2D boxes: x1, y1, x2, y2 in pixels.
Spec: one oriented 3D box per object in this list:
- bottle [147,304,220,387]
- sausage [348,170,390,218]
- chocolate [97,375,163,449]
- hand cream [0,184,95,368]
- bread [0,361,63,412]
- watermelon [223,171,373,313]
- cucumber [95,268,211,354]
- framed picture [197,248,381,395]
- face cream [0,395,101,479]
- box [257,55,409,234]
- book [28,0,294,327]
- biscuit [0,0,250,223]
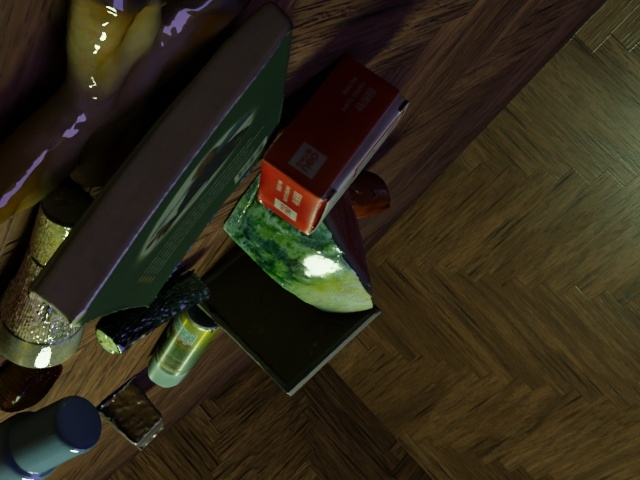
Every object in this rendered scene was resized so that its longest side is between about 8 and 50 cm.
[{"bbox_3d":[-0.257,0.191,1.444,0.082,0.082,0.286,-37,171,-40],"label":"bottle"},{"bbox_3d":[0.072,-0.092,1.507,0.102,0.102,0.330,-44,172,14],"label":"sausage"},{"bbox_3d":[-0.412,0.398,1.702,0.112,0.112,0.321,-43,173,-20],"label":"chocolate"},{"bbox_3d":[-0.239,0.028,0.677,0.084,0.084,0.203,-35,162,-45],"label":"hand cream"},{"bbox_3d":[-0.353,0.172,0.930,0.085,0.053,0.085,-42,173,-6],"label":"bread"},{"bbox_3d":[-0.011,-0.027,1.168,0.193,0.232,0.310,-42,128,10],"label":"watermelon"},{"bbox_3d":[-0.243,0.101,1.120,0.187,0.058,0.058,-33,168,-44],"label":"cucumber"},{"bbox_3d":[-0.066,0.103,1.281,0.209,0.281,0.019,-39,145,-17],"label":"framed picture"},{"bbox_3d":[-0.429,0.291,0.983,0.385,0.086,0.135,-28,-179,28],"label":"face cream"},{"bbox_3d":[0.012,-0.112,0.933,0.182,0.099,0.133,-54,177,-21],"label":"box"},{"bbox_3d":[-0.118,-0.045,0.692,0.260,0.043,0.371,-54,-179,-6],"label":"book"},{"bbox_3d":[-0.141,-0.101,0.513,0.208,0.047,0.164,-47,171,30],"label":"biscuit"}]
